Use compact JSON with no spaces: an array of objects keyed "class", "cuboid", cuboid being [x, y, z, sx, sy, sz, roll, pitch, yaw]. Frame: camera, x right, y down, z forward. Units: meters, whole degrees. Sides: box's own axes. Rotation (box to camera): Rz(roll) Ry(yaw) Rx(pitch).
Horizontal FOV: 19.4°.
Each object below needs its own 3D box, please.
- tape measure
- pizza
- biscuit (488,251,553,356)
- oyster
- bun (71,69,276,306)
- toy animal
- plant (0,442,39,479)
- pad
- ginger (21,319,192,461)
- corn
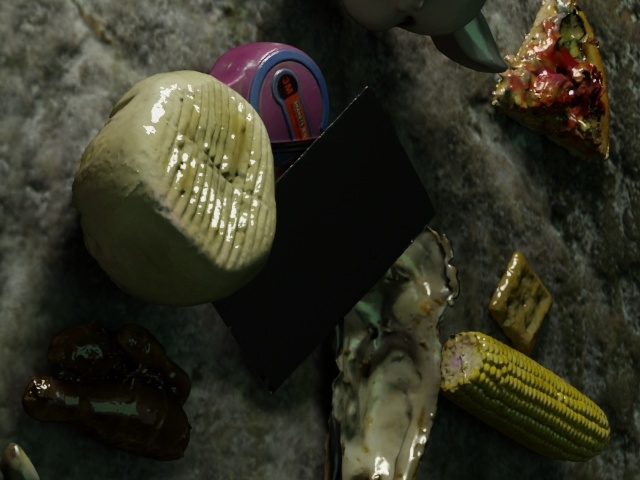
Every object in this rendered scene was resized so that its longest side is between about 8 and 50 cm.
[{"class":"tape measure","cuboid":[-0.053,-0.110,1.625,0.125,0.074,0.118,-37,119,-39]},{"class":"pizza","cuboid":[0.257,-0.162,1.998,0.193,0.053,0.201,-33,111,-46]},{"class":"biscuit","cuboid":[0.209,0.066,1.945,0.081,0.018,0.083,53,50,-30]},{"class":"oyster","cuboid":[0.046,0.137,1.719,0.128,0.078,0.345,14,77,-26]},{"class":"bun","cuboid":[-0.123,-0.042,1.502,0.178,0.128,0.193,43,44,-37]},{"class":"toy animal","cuboid":[0.086,-0.285,1.709,0.325,0.208,0.154,22,29,-35]},{"class":"plant","cuboid":[-0.261,0.348,1.348,0.333,0.180,0.251,-42,130,-6]},{"class":"pad","cuboid":[0.000,0.000,1.649,0.243,0.004,0.164,-47,129,-22]},{"class":"ginger","cuboid":[-0.158,0.111,1.477,0.162,0.073,0.103,25,67,-44]},{"class":"corn","cuboid":[0.204,0.161,1.881,0.248,0.081,0.081,31,63,-42]}]
